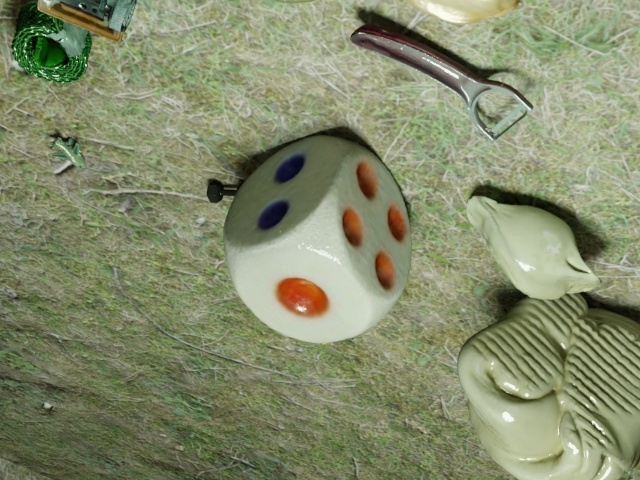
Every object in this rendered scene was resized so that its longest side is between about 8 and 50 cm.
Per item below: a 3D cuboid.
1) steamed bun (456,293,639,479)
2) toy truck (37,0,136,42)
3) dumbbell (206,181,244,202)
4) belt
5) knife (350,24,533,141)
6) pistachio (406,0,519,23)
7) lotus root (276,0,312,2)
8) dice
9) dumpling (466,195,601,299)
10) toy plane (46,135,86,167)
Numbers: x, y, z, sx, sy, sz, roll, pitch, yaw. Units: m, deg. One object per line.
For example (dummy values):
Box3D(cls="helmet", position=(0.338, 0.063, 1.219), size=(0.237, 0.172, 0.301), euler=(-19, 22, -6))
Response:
Box3D(cls="steamed bun", position=(0.424, 0.274, 1.806), size=(0.342, 0.367, 0.255), euler=(42, 149, 24))
Box3D(cls="toy truck", position=(-0.265, -0.440, 1.334), size=(0.132, 0.184, 0.338), euler=(21, 140, -9))
Box3D(cls="dumbbell", position=(-0.162, -0.086, 1.848), size=(0.083, 0.040, 0.036), euler=(2, 110, 20))
Box3D(cls="belt", position=(-0.426, -0.323, 1.636), size=(0.121, 0.079, 0.151), euler=(6, 153, -1))
Box3D(cls="knife", position=(0.167, -0.242, 1.504), size=(0.278, 0.053, 0.123), euler=(28, 146, -12))
Box3D(cls="pistachio", position=(0.172, -0.355, 1.318), size=(0.200, 0.117, 0.145), euler=(21, 105, 9))
Box3D(cls="lotus root", position=(-0.041, -0.438, 1.260), size=(0.260, 0.149, 0.267), euler=(12, 146, -6))
Box3D(cls="dice", position=(0.000, 0.000, 1.715), size=(0.243, 0.251, 0.259), euler=(-14, 132, 33))
Box3D(cls="dumpling", position=(0.337, 0.021, 1.712), size=(0.252, 0.131, 0.179), euler=(32, 164, 1))
Box3D(cls="toy plane", position=(-0.459, -0.162, 1.880), size=(0.080, 0.033, 0.083), euler=(-16, 138, 35))
